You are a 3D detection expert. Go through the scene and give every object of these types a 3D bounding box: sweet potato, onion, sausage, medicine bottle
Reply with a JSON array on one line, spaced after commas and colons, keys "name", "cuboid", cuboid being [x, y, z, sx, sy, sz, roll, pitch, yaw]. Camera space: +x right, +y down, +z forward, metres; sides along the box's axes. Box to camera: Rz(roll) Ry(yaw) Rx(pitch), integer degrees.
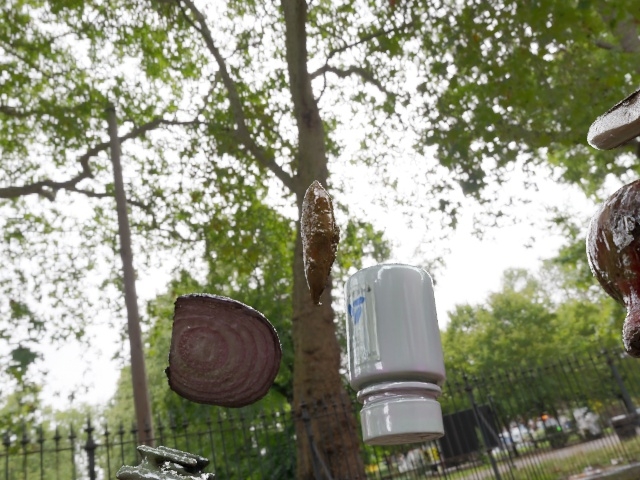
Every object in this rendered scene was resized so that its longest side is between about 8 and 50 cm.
[{"name": "sweet potato", "cuboid": [0.000, 0.000, 0.866, 0.068, 0.205, 0.060, 12, -18, -25]}, {"name": "onion", "cuboid": [-0.208, 0.237, 1.246, 0.248, 0.250, 0.111, 9, 9, -2]}, {"name": "sausage", "cuboid": [0.187, -0.072, 0.331, 0.026, 0.026, 0.116, -18, -4, 8]}, {"name": "medicine bottle", "cuboid": [0.132, 0.200, 0.981, 0.170, 0.293, 0.170, -3, -29, -2]}, {"name": "onion", "cuboid": [0.674, 0.065, 1.063, 0.385, 0.348, 0.347, -53, -15, -21]}]

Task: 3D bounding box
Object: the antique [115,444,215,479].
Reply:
[{"name": "antique", "cuboid": [-0.193, 0.369, 0.587, 0.150, 0.284, 0.125, 12, -15, 9]}]
